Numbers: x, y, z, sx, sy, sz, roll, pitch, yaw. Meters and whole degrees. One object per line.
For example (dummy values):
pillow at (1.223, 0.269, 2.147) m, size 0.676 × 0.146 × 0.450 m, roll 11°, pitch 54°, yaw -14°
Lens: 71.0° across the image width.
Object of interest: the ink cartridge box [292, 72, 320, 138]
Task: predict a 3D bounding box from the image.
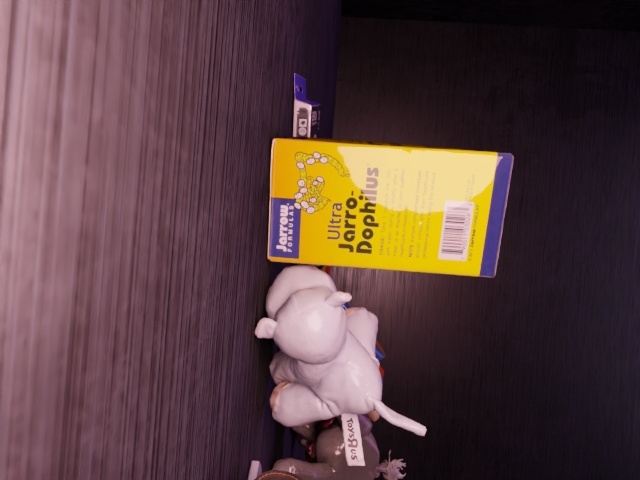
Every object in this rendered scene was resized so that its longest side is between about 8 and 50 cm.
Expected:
ink cartridge box at (-0.030, -0.251, 0.986) m, size 0.206 × 0.045 × 0.208 m, roll -76°, pitch 169°, yaw -72°

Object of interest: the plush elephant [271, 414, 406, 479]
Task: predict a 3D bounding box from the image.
plush elephant at (0.022, 0.491, 1.110) m, size 0.255 × 0.330 × 0.272 m, roll -8°, pitch -129°, yaw 60°

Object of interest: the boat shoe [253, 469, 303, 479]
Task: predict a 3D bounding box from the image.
boat shoe at (-0.054, 0.316, 0.446) m, size 0.355 × 0.132 × 0.130 m, roll -6°, pitch 101°, yaw -88°

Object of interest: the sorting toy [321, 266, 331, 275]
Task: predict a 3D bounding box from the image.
sorting toy at (0.000, 0.000, 1.516) m, size 0.255 × 0.089 × 0.257 m, roll 89°, pitch 5°, yaw -61°

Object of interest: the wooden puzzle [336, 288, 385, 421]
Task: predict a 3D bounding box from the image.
wooden puzzle at (0.060, 0.232, 1.110) m, size 0.322 × 0.080 × 0.348 m, roll 53°, pitch 7°, yaw 1°

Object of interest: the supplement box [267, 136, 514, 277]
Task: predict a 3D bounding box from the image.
supplement box at (0.103, -0.067, 0.762) m, size 0.194 × 0.356 × 0.195 m, roll -76°, pitch 170°, yaw -76°

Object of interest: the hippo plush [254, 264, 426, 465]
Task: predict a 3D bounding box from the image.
hippo plush at (-0.023, 0.179, 0.722) m, size 0.237 × 0.234 × 0.294 m, roll 56°, pitch 9°, yaw -33°

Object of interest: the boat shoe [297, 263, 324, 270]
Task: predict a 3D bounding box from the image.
boat shoe at (-0.013, 0.040, 1.138) m, size 0.285 × 0.104 × 0.089 m, roll 76°, pitch 16°, yaw -84°

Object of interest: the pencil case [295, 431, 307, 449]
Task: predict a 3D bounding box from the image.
pencil case at (-0.032, 0.621, 1.509) m, size 0.284 × 0.124 × 0.124 m, roll 93°, pitch 3°, yaw -55°

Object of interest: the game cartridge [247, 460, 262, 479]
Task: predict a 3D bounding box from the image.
game cartridge at (-0.104, 0.386, 0.707) m, size 0.056 × 0.017 × 0.083 m, roll -77°, pitch 171°, yaw -52°
